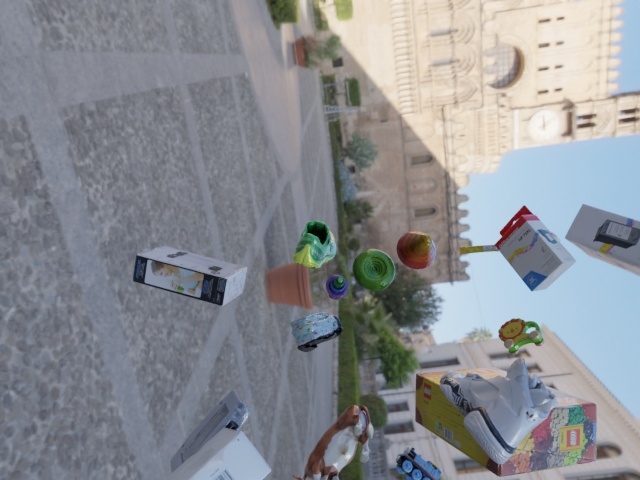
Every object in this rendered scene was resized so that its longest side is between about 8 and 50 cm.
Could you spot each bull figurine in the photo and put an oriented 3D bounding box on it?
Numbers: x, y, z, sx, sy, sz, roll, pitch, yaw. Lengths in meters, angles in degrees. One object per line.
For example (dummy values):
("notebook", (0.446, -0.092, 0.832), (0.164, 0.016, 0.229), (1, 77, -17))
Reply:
("bull figurine", (0.036, 0.588, 1.394), (0.310, 0.101, 0.188), (-57, -171, -4))

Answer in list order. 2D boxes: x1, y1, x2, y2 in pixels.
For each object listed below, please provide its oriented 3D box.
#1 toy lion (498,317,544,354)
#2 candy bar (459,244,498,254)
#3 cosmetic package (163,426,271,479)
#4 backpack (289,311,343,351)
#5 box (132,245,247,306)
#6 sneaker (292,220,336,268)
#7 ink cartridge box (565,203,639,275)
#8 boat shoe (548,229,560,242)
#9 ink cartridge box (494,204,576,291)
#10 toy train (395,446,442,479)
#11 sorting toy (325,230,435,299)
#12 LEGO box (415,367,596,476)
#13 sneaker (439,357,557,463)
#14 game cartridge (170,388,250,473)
("toy lion", (0.471, 0.219, 1.220), (0.034, 0.100, 0.096), (49, 32, -20))
("candy bar", (0.653, 0.037, 2.120), (0.018, 0.162, 0.040), (59, 35, -44))
("cosmetic package", (-0.282, 0.630, 1.371), (0.138, 0.224, 0.225), (54, -27, -2))
("backpack", (-0.026, 0.314, 1.796), (0.182, 0.152, 0.115), (-1, 59, -60))
("box", (-0.388, 0.101, 1.548), (0.169, 0.290, 0.087), (-38, 141, -75))
("sneaker", (0.000, 0.000, 1.574), (0.295, 0.110, 0.123), (-52, 163, -74))
("ink cartridge box", (0.936, 0.022, 1.539), (0.306, 0.226, 0.131), (30, -85, 49))
("boat shoe", (0.789, 0.038, 1.965), (0.116, 0.099, 0.319), (39, -11, 3))
("ink cartridge box", (0.613, 0.019, 1.518), (0.231, 0.078, 0.134), (60, -44, 32))
("toy train", (0.380, 0.893, 2.017), (0.105, 0.184, 0.080), (-47, 176, -34))
("sorting toy", (0.184, 0.060, 1.470), (0.127, 0.366, 0.126), (63, -13, 13))
("LEGO box", (0.614, 0.603, 1.791), (0.500, 0.373, 0.193), (180, -90, -71))
("sneaker", (0.442, 0.387, 1.292), (0.137, 0.210, 0.366), (50, 3, -8))
("game cartridge", (-0.344, 0.609, 1.605), (0.062, 0.297, 0.198), (44, -13, -9))
